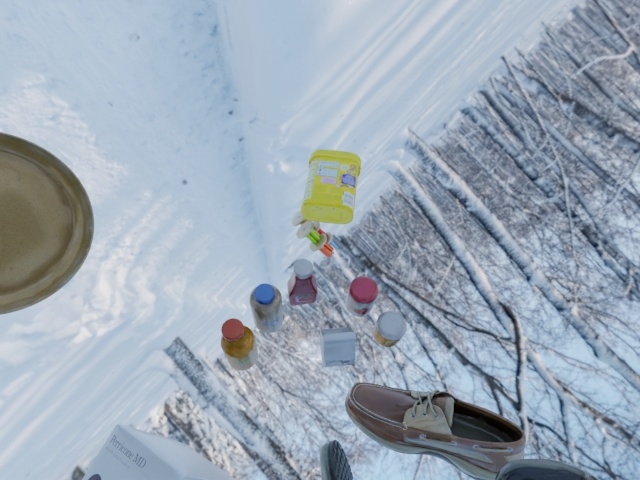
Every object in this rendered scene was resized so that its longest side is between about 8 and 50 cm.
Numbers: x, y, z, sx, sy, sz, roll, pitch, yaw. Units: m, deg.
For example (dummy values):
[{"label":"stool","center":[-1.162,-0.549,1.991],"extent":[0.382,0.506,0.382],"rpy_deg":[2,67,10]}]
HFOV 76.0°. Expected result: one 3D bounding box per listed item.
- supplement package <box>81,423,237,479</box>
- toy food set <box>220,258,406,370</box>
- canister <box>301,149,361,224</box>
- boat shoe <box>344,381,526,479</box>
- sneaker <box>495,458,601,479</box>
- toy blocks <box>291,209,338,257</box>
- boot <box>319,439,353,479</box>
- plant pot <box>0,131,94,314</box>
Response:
[{"label":"supplement package","center":[-0.214,0.360,0.450],"extent":[0.244,0.139,0.134],"rpy_deg":[-63,143,-23]},{"label":"toy food set","center":[-0.005,0.090,0.512],"extent":[0.232,0.111,0.104],"rpy_deg":[-3,149,-5]},{"label":"canister","center":[0.025,-0.124,0.949],"extent":[0.073,0.126,0.169],"rpy_deg":[91,7,-54]},{"label":"boat shoe","center":[0.207,0.322,0.750],"extent":[0.123,0.325,0.116],"rpy_deg":[-60,162,-58]},{"label":"sneaker","center":[0.291,0.312,0.403],"extent":[0.087,0.228,0.130],"rpy_deg":[-65,163,10]},{"label":"toy blocks","center":[0.000,0.000,1.037],"extent":[0.054,0.148,0.123],"rpy_deg":[-42,-150,10]},{"label":"boot","center":[-0.020,0.480,0.712],"extent":[0.161,0.246,0.083],"rpy_deg":[-10,178,16]},{"label":"plant pot","center":[-0.425,-0.021,0.526],"extent":[0.236,0.236,0.032],"rpy_deg":[-42,-147,-27]}]
